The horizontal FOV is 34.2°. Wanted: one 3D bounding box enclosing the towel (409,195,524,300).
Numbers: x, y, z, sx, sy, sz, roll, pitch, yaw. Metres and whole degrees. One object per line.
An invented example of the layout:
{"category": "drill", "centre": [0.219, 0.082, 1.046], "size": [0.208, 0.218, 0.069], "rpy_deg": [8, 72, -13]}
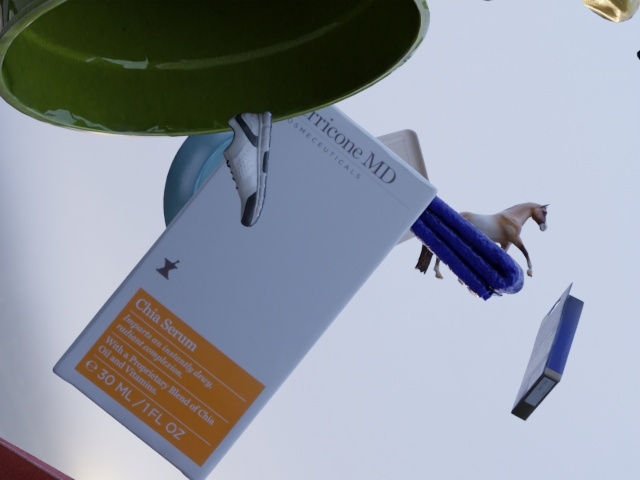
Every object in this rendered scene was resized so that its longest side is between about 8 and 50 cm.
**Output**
{"category": "towel", "centre": [0.197, 0.007, 1.534], "size": [0.228, 0.076, 0.308], "rpy_deg": [40, 4, 12]}

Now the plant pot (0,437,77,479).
{"category": "plant pot", "centre": [-0.245, 0.336, 0.912], "size": [0.267, 0.235, 0.267], "rpy_deg": [16, -21, 38]}

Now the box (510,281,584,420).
{"category": "box", "centre": [0.395, 0.187, 1.788], "size": [0.036, 0.225, 0.136], "rpy_deg": [26, -41, 3]}

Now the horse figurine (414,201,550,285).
{"category": "horse figurine", "centre": [0.307, 0.002, 1.999], "size": [0.066, 0.263, 0.174], "rpy_deg": [61, 30, -58]}

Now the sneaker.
{"category": "sneaker", "centre": [-0.069, -0.067, 0.968], "size": [0.040, 0.044, 0.109], "rpy_deg": [-111, -154, -81]}

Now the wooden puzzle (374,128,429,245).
{"category": "wooden puzzle", "centre": [0.143, -0.105, 2.123], "size": [0.044, 0.239, 0.221], "rpy_deg": [-11, -84, 39]}

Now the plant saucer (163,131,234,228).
{"category": "plant saucer", "centre": [-0.090, -0.062, 1.654], "size": [0.044, 0.318, 0.317], "rpy_deg": [-149, -139, -65]}

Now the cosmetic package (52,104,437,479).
{"category": "cosmetic package", "centre": [-0.091, 0.044, 1.289], "size": [0.230, 0.453, 0.161], "rpy_deg": [38, -1, -5]}

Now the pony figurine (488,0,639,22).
{"category": "pony figurine", "centre": [0.239, -0.315, 0.619], "size": [0.303, 0.363, 0.351], "rpy_deg": [36, -1, 1]}

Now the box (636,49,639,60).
{"category": "box", "centre": [0.673, -0.264, 1.657], "size": [0.216, 0.060, 0.270], "rpy_deg": [-41, -99, 37]}

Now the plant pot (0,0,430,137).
{"category": "plant pot", "centre": [-0.117, -0.318, 0.917], "size": [0.366, 0.367, 0.353], "rpy_deg": [135, -53, -68]}
